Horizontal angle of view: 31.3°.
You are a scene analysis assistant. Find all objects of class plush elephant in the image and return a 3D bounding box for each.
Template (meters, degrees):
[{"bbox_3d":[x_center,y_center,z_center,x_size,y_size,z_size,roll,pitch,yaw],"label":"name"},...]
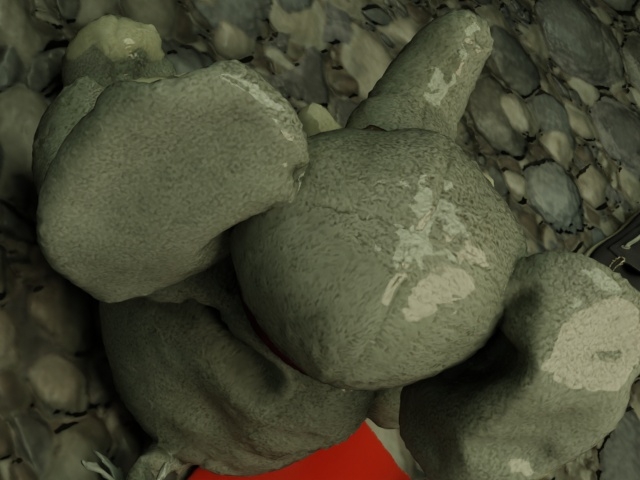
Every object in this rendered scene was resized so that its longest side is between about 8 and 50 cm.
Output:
[{"bbox_3d":[0.000,0.000,0.547,0.272,0.255,0.330,33,47,-20],"label":"plush elephant"}]

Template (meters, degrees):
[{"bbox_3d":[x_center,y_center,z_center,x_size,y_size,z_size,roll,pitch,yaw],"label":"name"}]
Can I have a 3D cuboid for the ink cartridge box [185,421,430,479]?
[{"bbox_3d":[0.015,0.214,0.603,0.239,0.060,0.275,52,44,-9],"label":"ink cartridge box"}]

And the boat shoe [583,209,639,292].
[{"bbox_3d":[0.271,0.018,0.937,0.075,0.065,0.206,55,44,-5],"label":"boat shoe"}]
